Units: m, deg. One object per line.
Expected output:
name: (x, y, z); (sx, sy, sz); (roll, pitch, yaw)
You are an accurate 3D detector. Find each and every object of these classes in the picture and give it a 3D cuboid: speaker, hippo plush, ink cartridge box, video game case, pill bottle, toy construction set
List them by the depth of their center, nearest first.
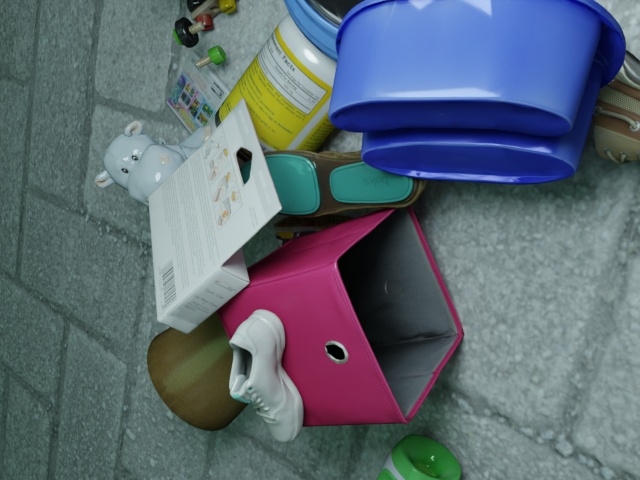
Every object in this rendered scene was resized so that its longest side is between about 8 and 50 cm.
ink cartridge box: (-0.161, -0.046, 0.894); (0.261, 0.066, 0.296); (-40, 43, 19)
speaker: (0.131, 0.485, 0.980); (0.131, 0.131, 0.296); (32, 112, 31)
pill bottle: (-0.033, -0.270, 1.002); (0.334, 0.188, 0.187); (-45, 68, 30)
toy construction set: (-0.216, -0.568, 1.135); (0.237, 0.257, 0.308); (-19, 58, 19)
hippo plush: (-0.304, -0.164, 1.152); (0.294, 0.236, 0.234); (38, 95, 23)
video game case: (-0.276, -0.321, 1.288); (0.157, 0.019, 0.143); (50, 121, 22)

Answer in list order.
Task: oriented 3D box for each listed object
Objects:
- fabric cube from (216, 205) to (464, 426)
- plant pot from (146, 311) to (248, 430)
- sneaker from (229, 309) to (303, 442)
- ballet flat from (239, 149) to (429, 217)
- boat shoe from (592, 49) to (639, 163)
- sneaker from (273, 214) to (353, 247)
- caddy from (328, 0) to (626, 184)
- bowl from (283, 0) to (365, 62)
fabric cube: (0.031, 0.119, 0.909); (0.258, 0.259, 0.254); (-16, 102, 37)
plant pot: (-0.172, 0.211, 1.143); (0.254, 0.237, 0.237); (-40, 70, 18)
sneaker: (-0.087, 0.209, 0.806); (0.080, 0.094, 0.212); (0, 112, 33)
ballet flat: (0.026, -0.103, 0.941); (0.343, 0.124, 0.116); (-2, 102, 32)
boat shoe: (0.409, -0.153, 0.729); (0.324, 0.123, 0.116); (54, 126, 32)
sneaker: (0.000, 0.000, 1.084); (0.186, 0.069, 0.083); (5, 120, 32)
caddy: (0.173, -0.193, 0.689); (0.342, 0.241, 0.179); (7, 74, 27)
bowl: (0.121, -0.435, 0.819); (0.392, 0.077, 0.390); (-1, 84, 6)
